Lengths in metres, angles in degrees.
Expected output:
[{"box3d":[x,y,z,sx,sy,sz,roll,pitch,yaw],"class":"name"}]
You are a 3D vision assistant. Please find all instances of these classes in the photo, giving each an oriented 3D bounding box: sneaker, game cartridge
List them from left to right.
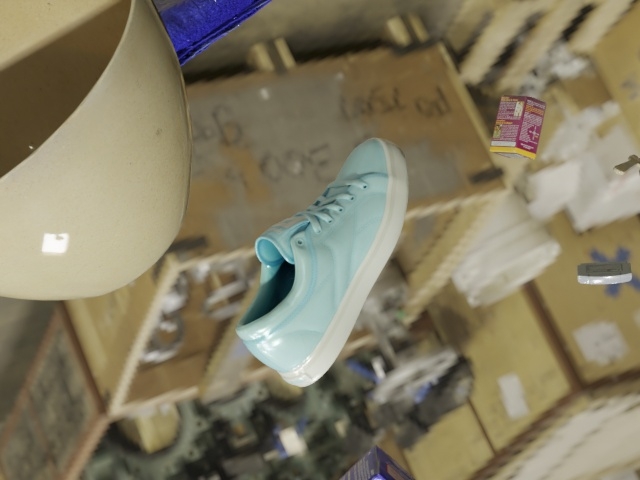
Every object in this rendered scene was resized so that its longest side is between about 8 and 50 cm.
[{"box3d":[0.000,0.000,2.009,0.150,0.366,0.135,36,152,-31],"class":"sneaker"},{"box3d":[0.440,0.050,2.371,0.083,0.017,0.056,-3,-161,10],"class":"game cartridge"}]

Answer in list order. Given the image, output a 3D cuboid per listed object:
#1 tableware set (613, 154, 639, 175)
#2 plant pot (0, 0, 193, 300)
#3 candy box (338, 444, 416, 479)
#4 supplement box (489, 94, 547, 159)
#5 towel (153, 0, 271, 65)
[{"box3d":[0.387,-0.073,1.559,0.194,0.128,0.039,-24,143,-59],"class":"tableware set"},{"box3d":[-0.209,-0.064,1.189,0.284,0.284,0.191,-29,130,12],"class":"plant pot"},{"box3d":[0.057,0.473,1.960,0.317,0.268,0.122,-46,-174,9],"class":"candy box"},{"box3d":[0.278,-0.159,2.148,0.043,0.083,0.055,15,177,-36],"class":"supplement box"},{"box3d":[-0.145,-0.319,1.953,0.308,0.227,0.076,-35,122,-29],"class":"towel"}]
